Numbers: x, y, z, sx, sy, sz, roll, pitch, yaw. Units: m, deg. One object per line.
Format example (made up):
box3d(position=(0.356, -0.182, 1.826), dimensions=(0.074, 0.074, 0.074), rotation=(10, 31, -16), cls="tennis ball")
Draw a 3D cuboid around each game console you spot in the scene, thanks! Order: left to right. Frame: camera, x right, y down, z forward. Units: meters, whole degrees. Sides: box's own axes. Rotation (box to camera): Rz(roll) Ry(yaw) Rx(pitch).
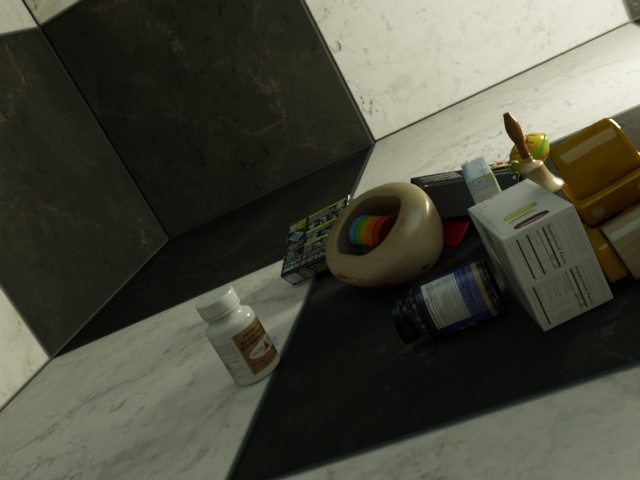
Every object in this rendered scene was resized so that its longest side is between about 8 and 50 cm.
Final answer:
box3d(position=(0.387, -0.028, 2.029), dimensions=(0.124, 0.085, 0.144), rotation=(-1, 4, -25), cls="game console")

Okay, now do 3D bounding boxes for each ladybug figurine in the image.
box3d(position=(0.172, -0.001, 1.945), dimensions=(0.305, 0.162, 0.449), rotation=(-60, 25, -8), cls="ladybug figurine")

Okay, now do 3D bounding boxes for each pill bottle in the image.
box3d(position=(-0.207, 0.232, 1.819), dimensions=(0.131, 0.229, 0.131), rotation=(-26, 16, 8), cls="pill bottle")
box3d(position=(0.259, 0.132, 1.520), dimensions=(0.219, 0.122, 0.123), rotation=(-25, 15, 16), cls="pill bottle")

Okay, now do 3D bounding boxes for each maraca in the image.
box3d(position=(0.609, -0.244, 2.191), dimensions=(0.185, 0.099, 0.127), rotation=(-53, 9, 12), cls="maraca")

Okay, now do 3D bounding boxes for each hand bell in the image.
box3d(position=(0.549, -0.236, 1.977), dimensions=(0.126, 0.242, 0.126), rotation=(-27, 14, 7), cls="hand bell")

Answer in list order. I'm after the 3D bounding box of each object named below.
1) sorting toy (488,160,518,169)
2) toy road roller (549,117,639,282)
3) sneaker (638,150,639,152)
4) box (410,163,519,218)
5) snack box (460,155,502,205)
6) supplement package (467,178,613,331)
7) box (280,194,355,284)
box3d(position=(0.507, -0.213, 2.053), dimensions=(0.083, 0.012, 0.062), rotation=(-11, 13, -10), cls="sorting toy")
box3d(position=(0.574, -0.093, 1.428), dimensions=(0.202, 0.240, 0.329), rotation=(-33, 14, 16), cls="toy road roller")
box3d(position=(0.732, -0.162, 1.756), dimensions=(0.087, 0.083, 0.221), rotation=(-40, 8, 10), cls="sneaker")
box3d(position=(0.397, -0.135, 2.038), dimensions=(0.261, 0.103, 0.184), rotation=(-9, 11, -1), cls="box")
box3d(position=(0.417, -0.086, 1.790), dimensions=(0.070, 0.207, 0.174), rotation=(-25, 16, 14), cls="snack box")
box3d(position=(0.422, 0.018, 1.443), dimensions=(0.145, 0.204, 0.262), rotation=(-27, 15, 4), cls="supplement package")
box3d(position=(0.000, 0.000, 2.311), dimensions=(0.270, 0.060, 0.216), rotation=(-26, 41, 37), cls="box")
